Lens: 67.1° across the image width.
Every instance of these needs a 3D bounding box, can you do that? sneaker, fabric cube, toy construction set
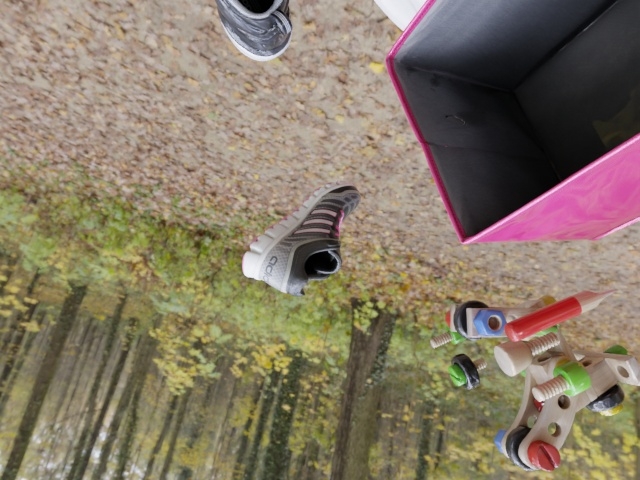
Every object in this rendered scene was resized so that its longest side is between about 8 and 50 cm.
[{"bbox_3d":[0.000,0.000,0.501,0.074,0.170,0.063,36,139,16],"label":"sneaker"},{"bbox_3d":[0.271,-0.162,0.498,0.258,0.259,0.254,-1,154,-34],"label":"fabric cube"},{"bbox_3d":[0.337,0.153,0.683,0.237,0.257,0.309,-21,150,-9],"label":"toy construction set"},{"bbox_3d":[-0.110,-0.332,0.523,0.269,0.101,0.153,54,175,-18],"label":"sneaker"}]

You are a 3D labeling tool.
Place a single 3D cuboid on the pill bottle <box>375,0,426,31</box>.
[{"bbox_3d":[0.229,-0.477,0.675,0.204,0.361,0.204,43,-170,-9],"label":"pill bottle"}]
